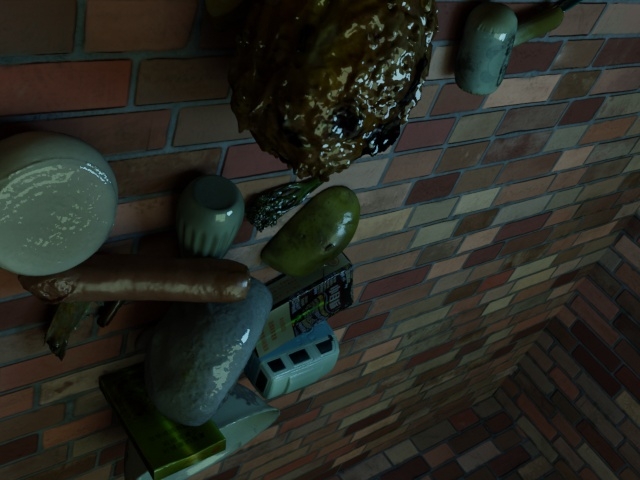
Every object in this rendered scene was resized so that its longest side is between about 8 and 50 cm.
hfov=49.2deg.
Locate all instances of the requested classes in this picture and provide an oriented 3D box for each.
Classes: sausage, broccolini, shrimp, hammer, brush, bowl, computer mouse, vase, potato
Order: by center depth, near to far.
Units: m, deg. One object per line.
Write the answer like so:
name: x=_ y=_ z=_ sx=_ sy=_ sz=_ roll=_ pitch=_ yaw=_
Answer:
sausage: x=-0.336 y=0.072 z=1.300 sx=0.419 sy=0.094 sz=0.094 roll=2 pitch=173 yaw=-22
vase: x=-0.227 y=-0.017 z=1.385 sx=0.128 sy=0.128 sz=0.248 roll=-19 pitch=153 yaw=-30
shrimp: x=-0.459 y=0.132 z=1.399 sx=0.173 sy=0.058 sz=0.253 roll=-9 pitch=136 yaw=-53
broccolini: x=-0.068 y=-0.086 z=1.511 sx=0.203 sy=0.068 sz=0.091 roll=-29 pitch=129 yaw=-17
hammer: x=0.427 y=-0.450 z=1.527 sx=0.305 sy=0.113 sz=0.202 roll=-31 pitch=152 yaw=-24
brush: x=0.612 y=-0.584 z=1.604 sx=0.193 sy=0.043 sz=0.032 roll=-34 pitch=131 yaw=-4
computer mouse: x=-0.388 y=0.233 z=1.615 sx=0.066 sy=0.039 sz=0.096 roll=3 pitch=130 yaw=-49
potato: x=0.000 y=0.000 z=1.655 sx=0.272 sy=0.111 sz=0.160 roll=-44 pitch=147 yaw=8
bowl: x=-0.339 y=0.466 z=1.793 sx=0.435 sy=0.196 sz=0.435 roll=-29 pitch=161 yaw=-11

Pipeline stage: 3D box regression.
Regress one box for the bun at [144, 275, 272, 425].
bun: x=-0.248 y=0.216 z=1.518 sx=0.362 sy=0.211 sz=0.362 roll=-60 pitch=180 yaw=0

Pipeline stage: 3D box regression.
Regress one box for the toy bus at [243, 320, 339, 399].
toy bus: x=-0.073 y=0.327 z=1.954 sx=0.271 sy=0.165 sz=0.133 roll=-16 pitch=142 yaw=-33

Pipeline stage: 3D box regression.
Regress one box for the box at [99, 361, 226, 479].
box: x=-0.363 y=0.391 z=1.585 sx=0.173 sy=0.311 sz=0.043 roll=-17 pitch=130 yaw=-33

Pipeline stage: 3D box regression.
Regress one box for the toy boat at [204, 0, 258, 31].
toy boat: x=-0.109 y=-0.408 z=1.035 sx=0.229 sy=0.089 sz=0.088 roll=-54 pitch=-177 yaw=27

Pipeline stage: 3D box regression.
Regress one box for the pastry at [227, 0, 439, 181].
pastry: x=0.013 y=-0.258 z=1.078 sx=0.337 sy=0.292 sz=0.405 roll=-53 pitch=180 yaw=-15

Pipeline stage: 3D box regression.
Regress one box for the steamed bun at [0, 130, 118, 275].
steamed bun: x=-0.433 y=-0.066 z=1.068 sx=0.232 sy=0.145 sz=0.231 roll=-25 pitch=136 yaw=-27

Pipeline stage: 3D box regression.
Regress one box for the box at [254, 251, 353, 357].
box: x=-0.062 y=0.161 z=1.826 sx=0.310 sy=0.084 sz=0.198 roll=-28 pitch=148 yaw=-16

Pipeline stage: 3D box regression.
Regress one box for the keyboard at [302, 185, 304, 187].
keyboard: x=0.057 y=-0.273 z=1.432 sx=0.103 sy=0.041 sz=0.381 roll=6 pitch=122 yaw=-49
